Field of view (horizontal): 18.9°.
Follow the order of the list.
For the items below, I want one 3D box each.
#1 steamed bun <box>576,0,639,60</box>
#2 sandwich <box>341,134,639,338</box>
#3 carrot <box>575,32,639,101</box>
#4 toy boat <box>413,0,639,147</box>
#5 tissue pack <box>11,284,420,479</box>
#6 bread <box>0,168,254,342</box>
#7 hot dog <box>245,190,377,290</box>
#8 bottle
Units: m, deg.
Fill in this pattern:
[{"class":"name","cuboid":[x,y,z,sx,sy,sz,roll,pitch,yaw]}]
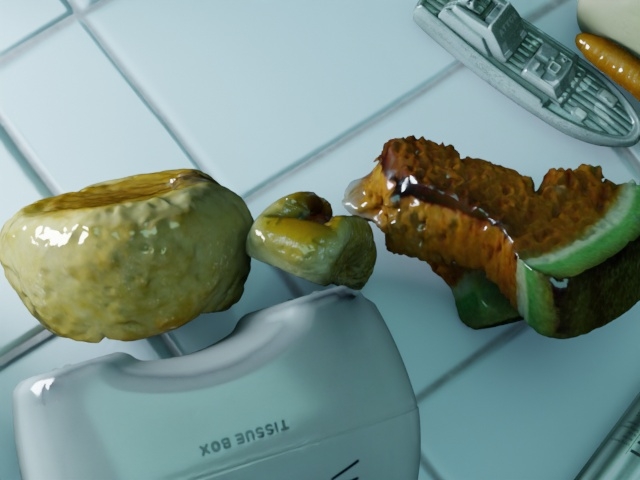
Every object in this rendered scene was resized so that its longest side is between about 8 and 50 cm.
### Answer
[{"class":"steamed bun","cuboid":[0.370,-0.235,1.943,0.225,0.170,0.200,28,29,24]},{"class":"sandwich","cuboid":[0.161,0.007,1.806,0.301,0.162,0.250,23,30,17]},{"class":"carrot","cuboid":[0.349,-0.132,1.881,0.248,0.043,0.043,38,67,18]},{"class":"toy boat","cuboid":[0.212,-0.176,1.916,0.260,0.085,0.078,36,66,4]},{"class":"tissue pack","cuboid":[-0.084,0.188,1.639,0.333,0.229,0.236,-16,89,-14]},{"class":"bread","cuboid":[-0.163,0.016,1.707,0.244,0.244,0.134,-11,97,-14]},{"class":"hot dog","cuboid":[0.000,0.000,1.725,0.084,0.242,0.073,27,92,12]},{"class":"bottle","cuboid":[0.287,0.209,1.789,0.096,0.079,0.253,22,61,37]}]
